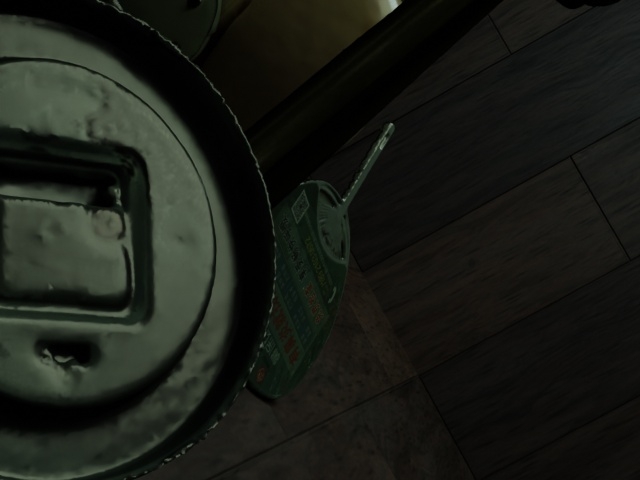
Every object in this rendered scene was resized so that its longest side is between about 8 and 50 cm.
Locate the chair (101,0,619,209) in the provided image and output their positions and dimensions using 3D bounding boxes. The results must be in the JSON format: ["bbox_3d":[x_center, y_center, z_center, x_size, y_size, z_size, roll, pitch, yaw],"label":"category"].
[{"bbox_3d":[-0.058,-0.188,0.776,0.362,0.410,0.364,60,7,0],"label":"chair"}]

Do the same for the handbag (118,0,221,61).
[{"bbox_3d":[-0.212,-0.289,1.140,0.241,0.109,0.315,16,33,-31],"label":"handbag"}]

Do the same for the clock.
[{"bbox_3d":[-0.117,-0.001,0.538,0.215,0.042,0.215,11,71,-35],"label":"clock"}]

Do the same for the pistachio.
[{"bbox_3d":[-0.049,-0.154,1.207,0.214,0.318,0.193,11,40,-55],"label":"pistachio"}]

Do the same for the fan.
[{"bbox_3d":[-0.017,0.004,1.171,0.012,0.294,0.223,16,-3,27],"label":"fan"}]
